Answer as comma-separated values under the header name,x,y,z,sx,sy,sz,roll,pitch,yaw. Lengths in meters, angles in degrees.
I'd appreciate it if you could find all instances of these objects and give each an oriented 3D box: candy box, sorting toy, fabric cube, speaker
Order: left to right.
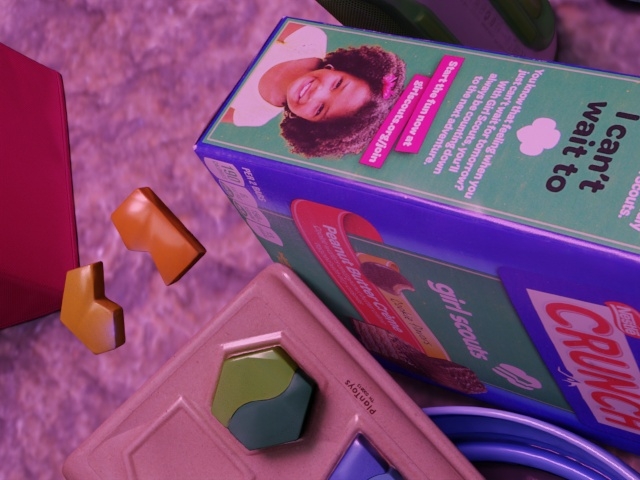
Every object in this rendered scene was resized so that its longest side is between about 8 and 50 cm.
name,x,y,z,sx,sy,sz,roll,pitch,yaw
fabric cube,-0.409,-0.050,0.971,0.259,0.258,0.254,-18,69,23
sorting toy,-0.069,0.128,0.702,0.229,0.041,0.307,-44,86,14
speaker,0.069,-0.178,0.724,0.131,0.296,0.131,-8,73,27
candy box,0.122,0.011,0.650,0.317,0.268,0.122,15,64,31

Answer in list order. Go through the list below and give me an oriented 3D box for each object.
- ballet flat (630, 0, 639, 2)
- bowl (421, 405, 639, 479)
name,x,y,z,sx,sy,sz,roll,pitch,yaw
ballet flat,0.274,-0.276,0.779,0.079,0.077,0.221,27,95,13
bowl,0.098,0.310,0.699,0.391,0.077,0.391,-9,70,27
